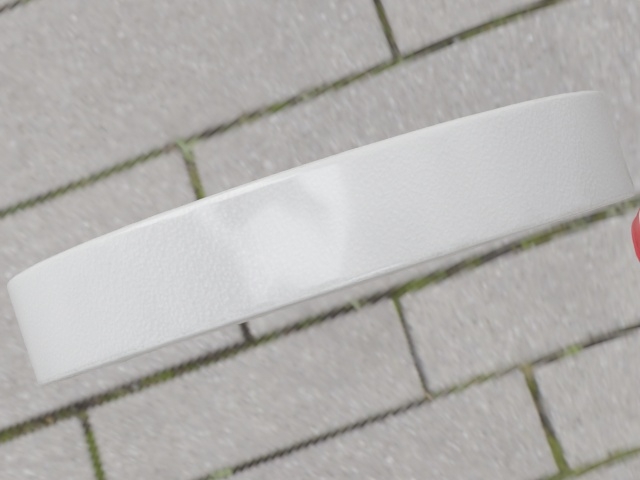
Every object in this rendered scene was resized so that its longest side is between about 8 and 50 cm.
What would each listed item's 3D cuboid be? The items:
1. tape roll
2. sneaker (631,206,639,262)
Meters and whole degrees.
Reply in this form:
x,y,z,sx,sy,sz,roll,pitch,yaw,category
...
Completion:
x,y,z,sx,sy,sz,roll,pitch,yaw,category
0.000,0.000,1.076,0.392,0.392,0.072,-18,89,8,tape roll
0.192,-0.022,0.517,0.221,0.128,0.087,1,62,-19,sneaker
